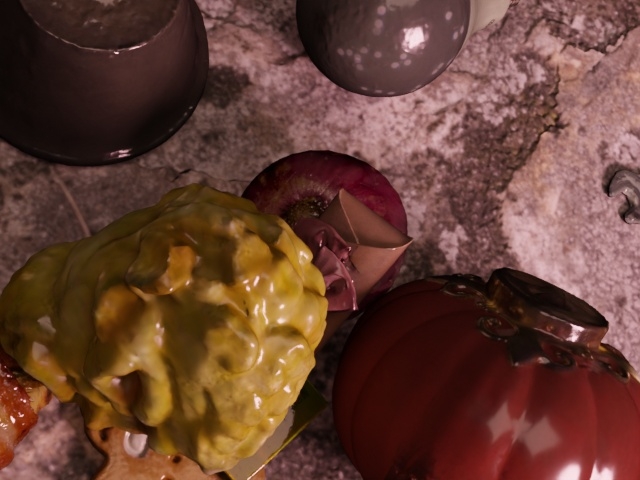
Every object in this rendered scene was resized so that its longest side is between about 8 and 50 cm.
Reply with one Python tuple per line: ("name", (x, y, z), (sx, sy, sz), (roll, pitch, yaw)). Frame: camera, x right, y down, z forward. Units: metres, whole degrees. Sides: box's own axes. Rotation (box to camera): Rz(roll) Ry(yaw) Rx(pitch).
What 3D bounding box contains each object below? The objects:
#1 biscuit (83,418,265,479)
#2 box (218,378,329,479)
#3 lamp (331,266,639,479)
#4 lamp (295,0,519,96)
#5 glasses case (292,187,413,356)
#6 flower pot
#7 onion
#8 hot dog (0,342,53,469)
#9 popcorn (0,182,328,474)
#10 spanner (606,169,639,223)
("biscuit", (-0.128, 0.175, 1.056), (0.184, 0.035, 0.248), (26, 68, -11))
("box", (-0.099, 0.123, 1.046), (0.121, 0.030, 0.193), (-40, 88, -25))
("lamp", (0.158, 0.161, 1.022), (0.303, 0.303, 0.257), (20, 104, -13))
("lamp", (0.124, -0.254, 1.189), (0.314, 0.182, 0.181), (-13, 80, -25))
("glasses case", (-0.017, 0.044, 0.984), (0.102, 0.070, 0.193), (37, 110, -5))
("flower pot", (-0.222, -0.218, 1.065), (0.269, 0.166, 0.268), (5, 75, -19))
("onion", (-0.003, -0.004, 1.090), (0.177, 0.153, 0.177), (5, 68, -12))
("hot dog", (-0.319, 0.138, 0.961), (0.146, 0.103, 0.213), (39, 64, -3))
("popcorn", (-0.118, 0.083, 0.913), (0.225, 0.286, 0.174), (62, 34, -13))
("spanner", (0.474, -0.087, 1.354), (0.302, 0.017, 0.071), (-19, 82, -22))
